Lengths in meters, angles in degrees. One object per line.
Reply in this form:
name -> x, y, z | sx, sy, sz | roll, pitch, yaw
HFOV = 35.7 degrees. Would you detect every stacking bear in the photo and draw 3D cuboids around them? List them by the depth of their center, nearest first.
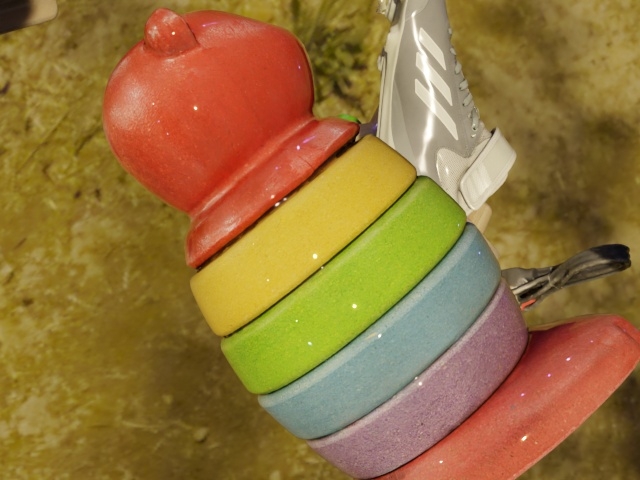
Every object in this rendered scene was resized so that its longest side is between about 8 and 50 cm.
stacking bear -> 0.000, 0.000, 0.540 | 0.164, 0.175, 0.289 | -41, 93, -17

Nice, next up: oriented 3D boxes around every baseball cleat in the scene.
baseball cleat -> 0.087, -0.099, 0.703 | 0.109, 0.072, 0.206 | 8, 95, -3

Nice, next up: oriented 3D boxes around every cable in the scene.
cable -> 0.297, 0.072, 1.324 | 0.139, 0.287, 0.072 | 23, 65, -40

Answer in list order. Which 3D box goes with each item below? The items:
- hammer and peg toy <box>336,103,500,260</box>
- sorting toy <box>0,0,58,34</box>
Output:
hammer and peg toy -> 0.019, -0.039, 1.231 | 0.266, 0.361, 0.127 | 43, 61, -32
sorting toy -> -0.326, -0.333, 1.022 | 0.307, 0.041, 0.229 | -33, 138, -46
